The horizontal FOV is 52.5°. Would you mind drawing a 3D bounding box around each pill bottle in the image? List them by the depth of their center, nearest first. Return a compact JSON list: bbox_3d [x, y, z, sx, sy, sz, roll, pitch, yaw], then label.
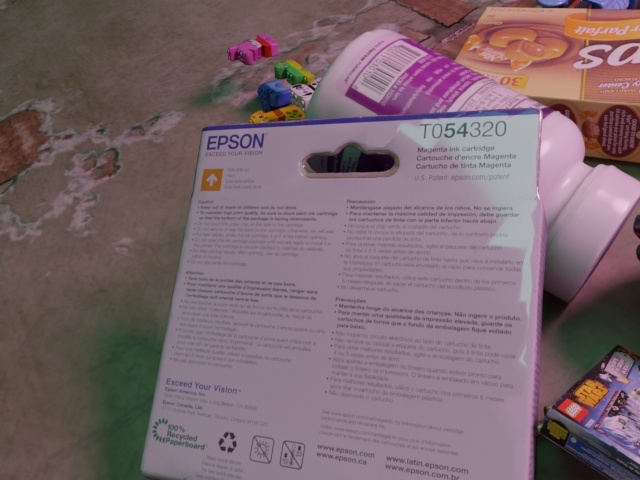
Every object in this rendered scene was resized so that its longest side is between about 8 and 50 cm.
[{"bbox_3d":[0.143,-0.072,0.638,0.301,0.169,0.169,35,66,22],"label":"pill bottle"}]

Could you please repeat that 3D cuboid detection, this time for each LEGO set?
[{"bbox_3d":[-0.066,-0.200,0.904,0.093,0.087,0.227,-21,43,-22],"label":"LEGO set"}]

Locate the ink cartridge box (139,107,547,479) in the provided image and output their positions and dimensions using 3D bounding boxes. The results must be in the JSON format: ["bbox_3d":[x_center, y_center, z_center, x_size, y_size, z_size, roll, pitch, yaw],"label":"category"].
[{"bbox_3d":[0.021,0.058,0.558,0.323,0.071,0.331,2,75,24],"label":"ink cartridge box"}]

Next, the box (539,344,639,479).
[{"bbox_3d":[0.238,0.133,0.487,0.094,0.027,0.137,32,33,34],"label":"box"}]

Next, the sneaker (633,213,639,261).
[{"bbox_3d":[0.359,0.087,0.486,0.120,0.112,0.299,-33,55,22],"label":"sneaker"}]

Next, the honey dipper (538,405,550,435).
[{"bbox_3d":[0.149,0.167,0.534,0.160,0.031,0.031,-21,45,2],"label":"honey dipper"}]

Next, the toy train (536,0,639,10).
[{"bbox_3d":[0.366,-0.322,0.877,0.105,0.080,0.184,32,65,32],"label":"toy train"}]

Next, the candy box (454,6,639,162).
[{"bbox_3d":[0.320,-0.187,0.759,0.316,0.088,0.183,13,54,28],"label":"candy box"}]
